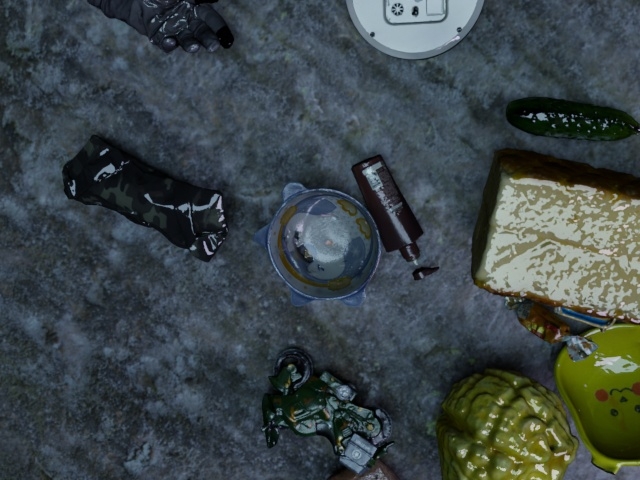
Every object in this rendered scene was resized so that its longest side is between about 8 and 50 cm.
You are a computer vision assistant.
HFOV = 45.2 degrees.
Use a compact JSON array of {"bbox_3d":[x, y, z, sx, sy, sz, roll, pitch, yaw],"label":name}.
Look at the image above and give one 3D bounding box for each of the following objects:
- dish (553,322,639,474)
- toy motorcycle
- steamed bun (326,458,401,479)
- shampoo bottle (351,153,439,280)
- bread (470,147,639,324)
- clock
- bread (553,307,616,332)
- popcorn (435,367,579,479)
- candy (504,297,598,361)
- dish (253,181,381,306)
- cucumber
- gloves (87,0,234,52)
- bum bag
[{"bbox_3d":[0.532,0.281,1.322,0.221,0.262,0.108,-15,143,14],"label":"dish"},{"bbox_3d":[-0.001,0.343,1.447,0.275,0.125,0.187,32,88,14],"label":"toy motorcycle"},{"bbox_3d":[0.097,0.514,1.488,0.145,0.106,0.175,-26,96,14],"label":"steamed bun"},{"bbox_3d":[0.133,-0.039,1.370,0.068,0.067,0.236,-22,100,24],"label":"shampoo bottle"},{"bbox_3d":[0.395,-0.019,1.228,0.279,0.279,0.207,13,107,9],"label":"bread"},{"bbox_3d":[0.157,-0.415,1.267,0.230,0.083,0.230,2,105,7],"label":"clock"},{"bbox_3d":[0.472,0.110,1.351,0.106,0.053,0.072,18,110,20],"label":"bread"},{"bbox_3d":[0.310,0.353,1.343,0.224,0.258,0.270,-7,61,-18],"label":"popcorn"},{"bbox_3d":[0.400,0.151,1.360,0.182,0.046,0.053,35,121,24],"label":"candy"},{"bbox_3d":[0.000,0.000,1.389,0.228,0.086,0.236,-5,103,11],"label":"dish"},{"bbox_3d":[0.424,-0.200,1.285,0.227,0.069,0.069,7,105,3],"label":"cucumber"},{"bbox_3d":[-0.270,-0.399,1.323,0.285,0.119,0.142,32,118,15],"label":"gloves"},{"bbox_3d":[-0.321,-0.083,1.418,0.340,0.095,0.144,24,113,9],"label":"bum bag"}]
